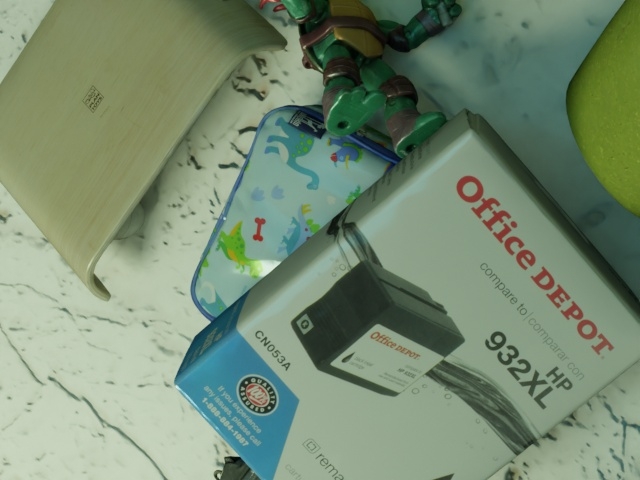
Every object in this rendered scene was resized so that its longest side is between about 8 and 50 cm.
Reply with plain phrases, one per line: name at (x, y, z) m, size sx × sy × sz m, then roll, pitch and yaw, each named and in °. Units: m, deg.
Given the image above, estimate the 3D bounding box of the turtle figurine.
turtle figurine at (0.034, -0.182, 1.185) m, size 0.118 × 0.175 × 0.234 m, roll 116°, pitch 148°, yaw -48°

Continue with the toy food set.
toy food set at (-0.186, -0.126, 1.316) m, size 0.220 × 0.092 × 0.306 m, roll 46°, pitch 107°, yaw 30°

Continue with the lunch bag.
lunch bag at (0.000, 0.000, 1.219) m, size 0.176 × 0.090 × 0.219 m, roll 32°, pitch 104°, yaw 16°

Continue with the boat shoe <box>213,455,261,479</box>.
boat shoe at (-0.057, 0.216, 1.255) m, size 0.076 × 0.080 × 0.228 m, roll 42°, pitch 106°, yaw 25°

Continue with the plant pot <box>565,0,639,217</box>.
plant pot at (0.328, -0.140, 0.990) m, size 0.293 × 0.275 × 0.275 m, roll -34°, pitch 76°, yaw 37°

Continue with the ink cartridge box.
ink cartridge box at (0.074, 0.080, 1.104) m, size 0.307 × 0.129 × 0.223 m, roll -40°, pitch 96°, yaw 11°
